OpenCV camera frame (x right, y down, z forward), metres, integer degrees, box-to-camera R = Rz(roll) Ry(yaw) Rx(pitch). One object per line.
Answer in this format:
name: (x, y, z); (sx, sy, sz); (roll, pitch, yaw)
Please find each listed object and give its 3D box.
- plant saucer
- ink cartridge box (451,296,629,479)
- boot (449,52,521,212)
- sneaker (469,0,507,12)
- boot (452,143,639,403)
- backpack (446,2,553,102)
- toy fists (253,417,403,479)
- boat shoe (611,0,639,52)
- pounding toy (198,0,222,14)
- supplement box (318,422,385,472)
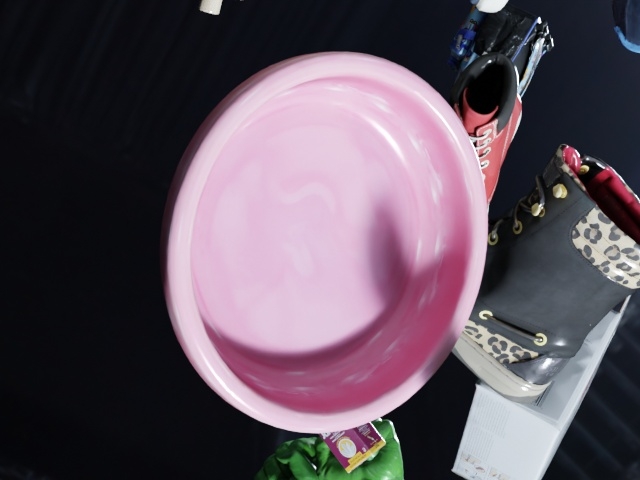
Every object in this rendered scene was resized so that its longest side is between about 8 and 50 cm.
plant saucer: (0.000, 0.000, 1.087); (0.332, 0.332, 0.084); (15, 178, -34)
ink cartridge box: (0.320, 0.199, 1.773); (0.130, 0.309, 0.272); (28, -119, 15)
boot: (0.136, -0.063, 1.234); (0.088, 0.244, 0.176); (20, 177, 10)
sneaker: (0.144, -0.389, 1.125); (0.148, 0.350, 0.131); (9, -156, 3)
boot: (0.208, -0.011, 1.472); (0.377, 0.284, 0.138); (46, -146, 4)
backpack: (0.234, -0.238, 1.700); (0.117, 0.173, 0.158); (28, -173, 11)
toy fists: (0.009, 0.364, 1.936); (0.096, 0.279, 0.142); (14, -124, -47)
boat shoe: (0.350, -0.208, 0.924); (0.109, 0.258, 0.089); (-82, -22, -76)
pounding toy: (-0.084, -0.299, 1.011); (0.110, 0.183, 0.237); (23, -160, 0)
supplement box: (0.039, 0.265, 1.675); (0.083, 0.055, 0.043); (51, -146, 10)
